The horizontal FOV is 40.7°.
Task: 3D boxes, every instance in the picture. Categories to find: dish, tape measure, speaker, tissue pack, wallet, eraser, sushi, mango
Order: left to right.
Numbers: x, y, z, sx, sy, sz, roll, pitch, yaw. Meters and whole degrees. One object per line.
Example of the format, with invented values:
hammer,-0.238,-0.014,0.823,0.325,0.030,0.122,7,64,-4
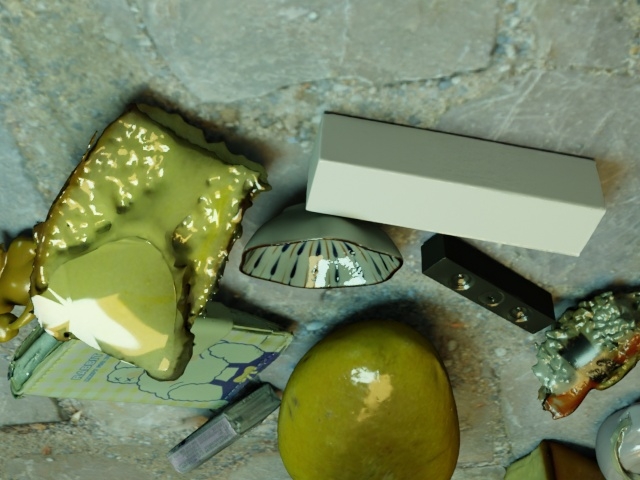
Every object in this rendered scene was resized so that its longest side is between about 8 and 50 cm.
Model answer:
wallet,-0.209,0.145,1.106,0.309,0.077,0.223,14,133,-41
tissue pack,-0.142,0.276,1.264,0.156,0.112,0.051,-40,83,35
dish,0.000,0.000,0.965,0.191,0.066,0.190,2,161,1
mango,0.069,0.244,1.161,0.253,0.182,0.365,6,139,-1
eraser,0.139,-0.057,0.902,0.298,0.078,0.076,9,138,-6
speaker,0.204,0.052,1.044,0.191,0.046,0.040,28,134,-26
sushi,0.340,0.125,1.081,0.103,0.097,0.226,27,118,-32
tape measure,0.507,0.317,1.274,0.196,0.105,0.178,6,138,-5

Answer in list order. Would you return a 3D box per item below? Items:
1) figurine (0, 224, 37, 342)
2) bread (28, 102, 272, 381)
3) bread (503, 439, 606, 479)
figurine,-0.379,0.072,1.046,0.176,0.122,0.121,-23,134,25
bread,-0.195,-0.008,0.923,0.204,0.162,0.262,28,90,-23
bread,0.449,0.504,1.323,0.333,0.323,0.143,22,134,-22
